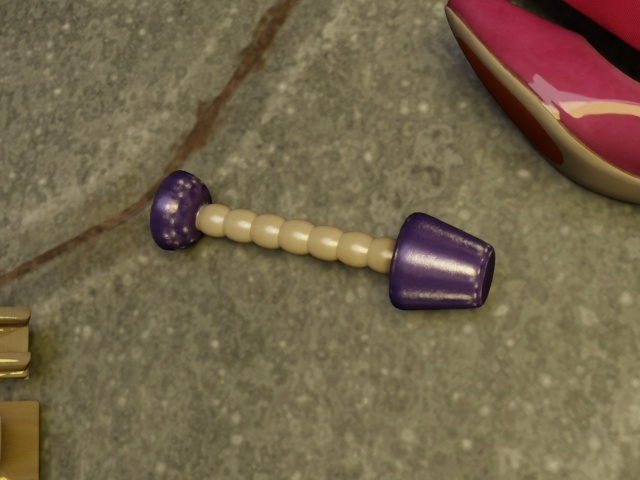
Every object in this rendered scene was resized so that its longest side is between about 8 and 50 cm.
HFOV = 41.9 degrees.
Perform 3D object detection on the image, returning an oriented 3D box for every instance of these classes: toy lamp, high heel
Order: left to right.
[{"bbox_3d":[0.000,0.000,0.669,0.275,0.080,0.080,14,77,21],"label":"toy lamp"},{"bbox_3d":[0.269,-0.094,0.595,0.377,0.127,0.181,45,95,10],"label":"high heel"}]

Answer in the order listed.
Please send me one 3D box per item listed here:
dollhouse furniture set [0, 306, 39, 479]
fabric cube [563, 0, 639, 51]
[{"bbox_3d":[-0.359,0.178,0.682,0.242,0.161,0.212,2,69,-23],"label":"dollhouse furniture set"},{"bbox_3d":[0.266,-0.301,0.537,0.254,0.259,0.258,-30,56,-17],"label":"fabric cube"}]
